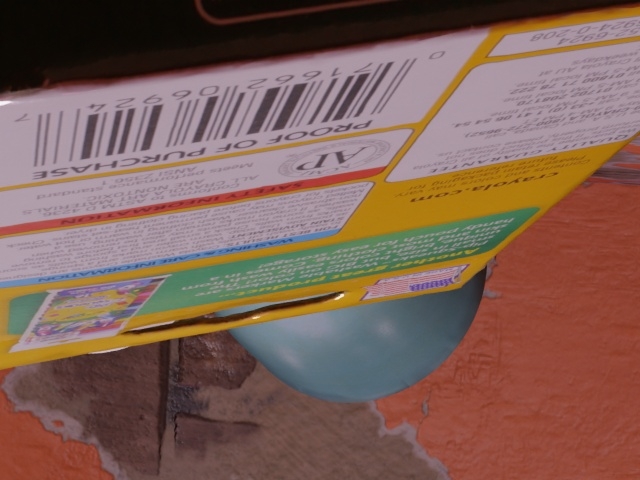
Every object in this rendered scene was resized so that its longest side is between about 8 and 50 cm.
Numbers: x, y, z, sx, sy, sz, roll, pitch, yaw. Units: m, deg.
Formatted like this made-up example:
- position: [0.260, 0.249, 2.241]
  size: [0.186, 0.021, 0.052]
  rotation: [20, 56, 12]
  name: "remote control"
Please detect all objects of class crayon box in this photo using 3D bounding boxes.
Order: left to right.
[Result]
- position: [-0.016, -0.042, 0.530]
  size: [0.203, 0.083, 0.323]
  rotation: [-10, 167, -13]
  name: "crayon box"

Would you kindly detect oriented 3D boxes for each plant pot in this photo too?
- position: [0.000, 0.000, 1.783]
  size: [0.293, 0.293, 0.235]
  rotation: [4, 164, 23]
  name: "plant pot"

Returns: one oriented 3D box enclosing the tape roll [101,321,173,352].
- position: [-0.229, -0.026, 1.540]
  size: [0.246, 0.246, 0.169]
  rotation: [4, 180, -28]
  name: "tape roll"
